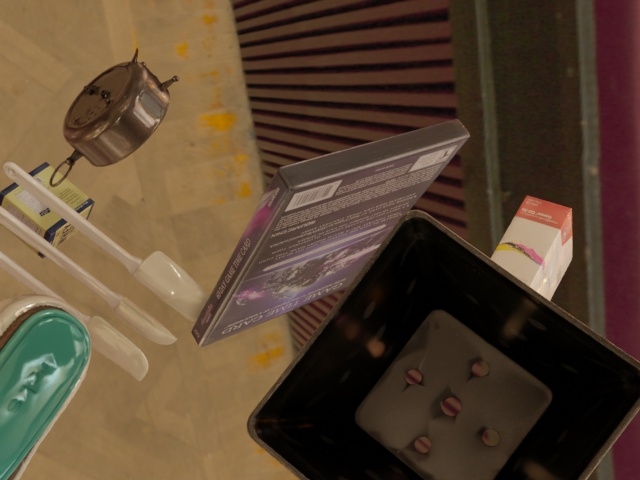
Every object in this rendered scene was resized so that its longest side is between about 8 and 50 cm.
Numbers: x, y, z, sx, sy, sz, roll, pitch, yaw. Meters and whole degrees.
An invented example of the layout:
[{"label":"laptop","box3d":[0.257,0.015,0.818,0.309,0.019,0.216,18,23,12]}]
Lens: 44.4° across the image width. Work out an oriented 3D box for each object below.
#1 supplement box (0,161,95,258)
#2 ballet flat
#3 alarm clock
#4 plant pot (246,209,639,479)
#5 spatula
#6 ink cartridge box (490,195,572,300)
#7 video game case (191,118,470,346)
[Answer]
[{"label":"supplement box","box3d":[-0.351,-0.039,0.997,0.083,0.056,0.083,40,45,1]},{"label":"ballet flat","box3d":[-0.340,0.214,0.644,0.139,0.139,0.400,43,60,-22]},{"label":"alarm clock","box3d":[-0.258,-0.139,0.929,0.192,0.129,0.064,-52,130,-6]},{"label":"plant pot","box3d":[0.092,0.121,0.567,0.187,0.167,0.188,37,86,17]},{"label":"spatula","box3d":[-0.240,0.031,0.795,0.242,0.019,0.168,40,129,-9]},{"label":"ink cartridge box","box3d":[0.256,0.056,1.012,0.198,0.067,0.115,-55,147,-25]},{"label":"video game case","box3d":[0.000,0.000,0.730,0.196,0.274,0.026,-19,69,-34]}]
